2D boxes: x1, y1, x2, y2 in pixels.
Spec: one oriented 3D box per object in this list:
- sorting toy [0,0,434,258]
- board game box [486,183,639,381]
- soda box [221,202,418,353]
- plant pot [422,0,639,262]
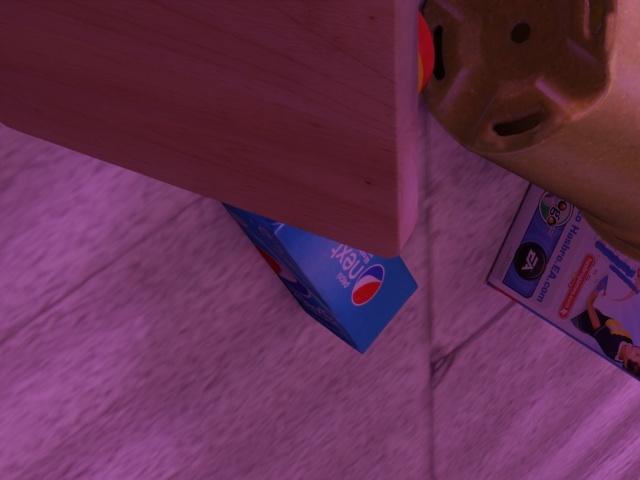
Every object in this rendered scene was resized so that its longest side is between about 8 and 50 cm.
[{"bbox_3d":[-0.057,-0.144,0.858,0.089,0.257,0.255,-54,154,-38],"label":"sorting toy"},{"bbox_3d":[0.335,-0.024,1.447,0.086,0.302,0.308,-2,121,-53],"label":"board game box"},{"bbox_3d":[0.000,0.000,1.233,0.071,0.067,0.210,-50,148,-9],"label":"soda box"},{"bbox_3d":[0.218,-0.129,1.263,0.254,0.276,0.276,12,109,-46],"label":"plant pot"}]
